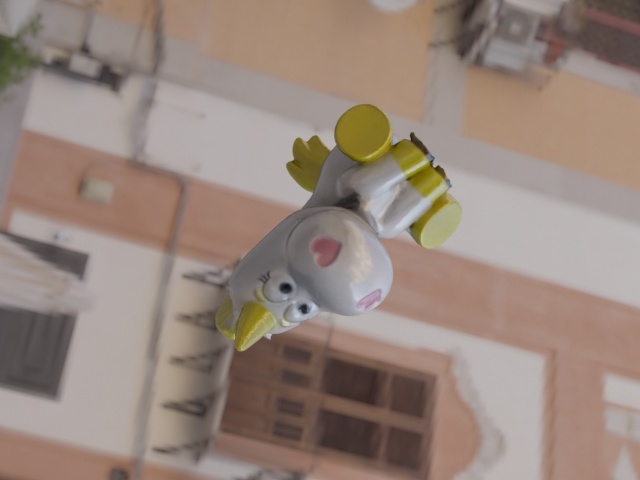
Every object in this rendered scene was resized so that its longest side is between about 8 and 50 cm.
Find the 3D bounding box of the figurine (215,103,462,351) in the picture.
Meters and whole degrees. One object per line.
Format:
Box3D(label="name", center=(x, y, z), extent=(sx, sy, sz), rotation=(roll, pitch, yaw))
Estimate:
Box3D(label="figurine", center=(0.004, 0.002, 0.987), extent=(0.130, 0.109, 0.178), rotation=(-2, -130, 48))
